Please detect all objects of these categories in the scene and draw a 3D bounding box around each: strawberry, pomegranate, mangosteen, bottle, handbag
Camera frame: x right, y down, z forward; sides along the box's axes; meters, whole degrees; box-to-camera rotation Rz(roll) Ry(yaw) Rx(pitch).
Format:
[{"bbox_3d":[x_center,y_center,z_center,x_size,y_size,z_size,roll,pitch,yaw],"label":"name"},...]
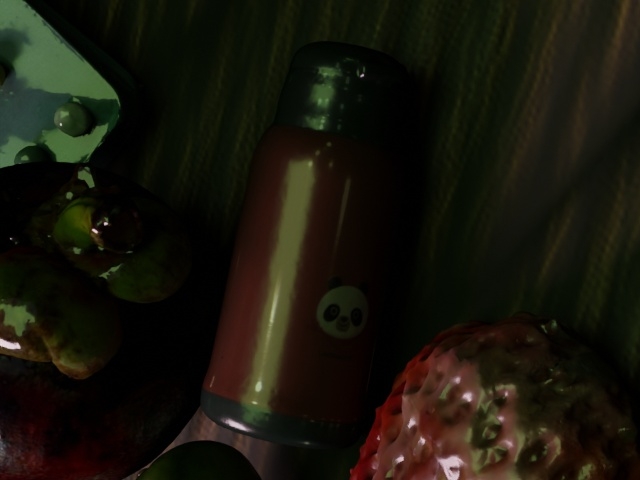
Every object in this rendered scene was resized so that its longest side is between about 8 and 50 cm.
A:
[{"bbox_3d":[0.107,0.212,1.195,0.336,0.149,0.265,-47,63,26],"label":"strawberry"},{"bbox_3d":[-0.087,0.262,1.328,0.152,0.191,0.131,-52,22,26],"label":"pomegranate"},{"bbox_3d":[-0.240,0.056,1.347,0.306,0.306,0.360,52,158,27],"label":"mangosteen"},{"bbox_3d":[0.000,0.000,1.297,0.144,0.144,0.336,15,93,37],"label":"bottle"},{"bbox_3d":[-0.351,-0.125,1.504,0.274,0.100,0.269,43,106,-3],"label":"handbag"}]
